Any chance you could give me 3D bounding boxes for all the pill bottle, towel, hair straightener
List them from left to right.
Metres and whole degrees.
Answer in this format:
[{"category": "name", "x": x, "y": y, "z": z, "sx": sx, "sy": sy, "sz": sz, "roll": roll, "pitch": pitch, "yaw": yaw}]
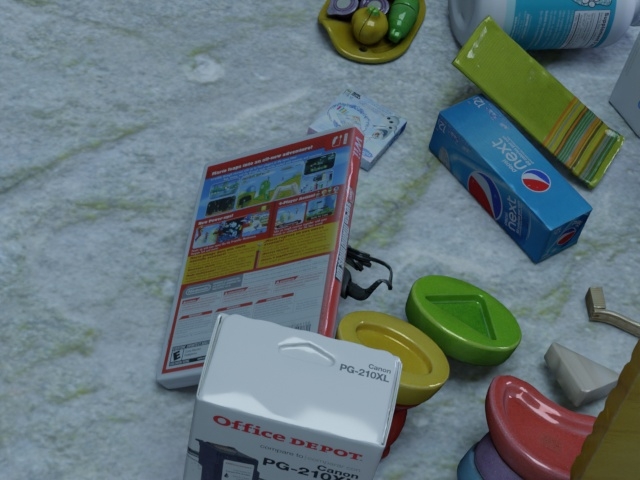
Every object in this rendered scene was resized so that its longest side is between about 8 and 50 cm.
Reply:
[{"category": "hair straightener", "x": 0.000, "y": 0.000, "z": 1.543, "sx": 0.230, "sy": 0.047, "sz": 0.089, "roll": 27, "pitch": 48, "yaw": 37}, {"category": "towel", "x": 0.271, "y": -0.171, "z": 1.726, "sx": 0.237, "sy": 0.021, "sz": 0.102, "roll": 41, "pitch": 51, "yaw": -7}, {"category": "pill bottle", "x": 0.310, "y": -0.323, "z": 1.831, "sx": 0.264, "sy": 0.146, "sz": 0.146, "roll": -4, "pitch": 53, "yaw": -14}]

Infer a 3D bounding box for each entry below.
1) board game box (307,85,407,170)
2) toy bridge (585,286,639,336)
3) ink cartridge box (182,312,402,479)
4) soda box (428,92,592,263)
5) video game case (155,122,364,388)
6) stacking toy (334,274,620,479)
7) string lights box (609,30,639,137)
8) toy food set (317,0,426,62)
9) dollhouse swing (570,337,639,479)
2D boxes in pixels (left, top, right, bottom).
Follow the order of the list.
[{"category": "board game box", "x": 0.045, "y": -0.137, "z": 1.714, "sx": 0.090, "sy": 0.020, "sz": 0.090, "roll": 31, "pitch": 53, "yaw": 14}, {"category": "toy bridge", "x": 0.399, "y": 0.087, "z": 1.601, "sx": 0.188, "sy": 0.026, "sz": 0.063, "roll": 3, "pitch": 54, "yaw": -9}, {"category": "ink cartridge box", "x": -0.033, "y": 0.189, "z": 1.301, "sx": 0.172, "sy": 0.237, "sz": 0.100, "roll": 14, "pitch": 51, "yaw": 1}, {"category": "soda box", "x": 0.223, "y": -0.076, "z": 1.669, "sx": 0.071, "sy": 0.067, "sz": 0.210, "roll": -25, "pitch": 60, "yaw": -27}, {"category": "video game case", "x": -0.061, "y": 0.015, "z": 1.478, "sx": 0.204, "sy": 0.025, "sz": 0.285, "roll": -13, "pitch": 51, "yaw": 30}, {"category": "stacking toy", "x": 0.158, "y": 0.180, "z": 1.464, "sx": 0.309, "sy": 0.130, "sz": 0.279, "roll": 31, "pitch": 27, "yaw": 10}, {"category": "string lights box", "x": 0.514, "y": -0.231, "z": 1.805, "sx": 0.259, "sy": 0.133, "sz": 0.077, "roll": -17, "pitch": 58, "yaw": -23}, {"category": "toy food set", "x": 0.080, "y": -0.329, "z": 1.840, "sx": 0.128, "sy": 0.071, "sz": 0.218, "roll": 21, "pitch": 51, "yaw": 6}, {"category": "dollhouse swing", "x": 0.423, "y": 0.096, "z": 1.280, "sx": 0.305, "sy": 0.347, "sz": 0.315, "roll": 17, "pitch": 50, "yaw": 5}]
